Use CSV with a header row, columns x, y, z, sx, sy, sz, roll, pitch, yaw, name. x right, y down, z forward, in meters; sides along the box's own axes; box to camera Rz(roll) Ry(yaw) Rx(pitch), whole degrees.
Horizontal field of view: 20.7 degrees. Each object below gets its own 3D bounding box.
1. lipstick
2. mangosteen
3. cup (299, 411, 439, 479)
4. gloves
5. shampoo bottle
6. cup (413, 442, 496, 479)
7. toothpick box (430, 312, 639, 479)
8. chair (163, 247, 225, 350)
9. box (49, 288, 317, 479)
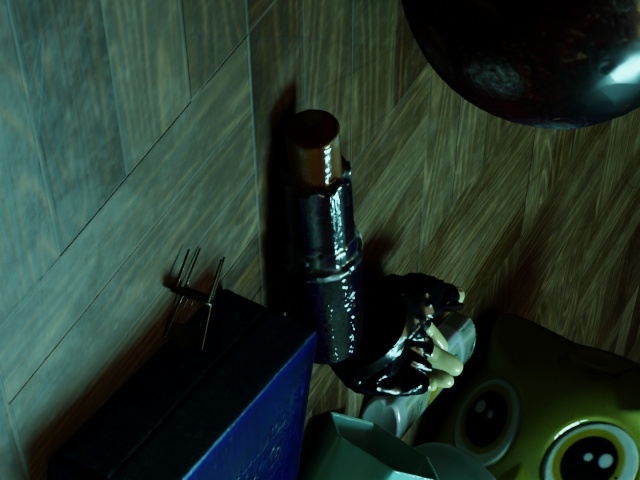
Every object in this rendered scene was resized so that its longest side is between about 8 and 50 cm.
x,y,z,sx,sy,sz,roll,pitch,yaw,name
0.000,0.000,1.604,0.081,0.081,0.299,-52,155,-34,lipstick
0.191,-0.262,1.509,0.347,0.307,0.307,39,74,-42,mangosteen
0.021,0.334,1.998,0.235,0.134,0.148,-63,-170,8,cup
0.093,0.106,1.922,0.164,0.124,0.203,-52,159,-1,gloves
0.125,0.176,2.205,0.227,0.056,0.086,-42,151,-51,shampoo bottle
0.105,0.430,2.124,0.163,0.347,0.347,-9,128,-31,cup
0.342,0.354,2.486,0.409,0.409,0.425,-20,126,-65,toothpick box
-0.105,0.050,1.444,0.042,0.037,0.086,-30,138,-79,chair
-0.119,0.230,1.524,0.261,0.116,0.279,-45,151,-45,box
